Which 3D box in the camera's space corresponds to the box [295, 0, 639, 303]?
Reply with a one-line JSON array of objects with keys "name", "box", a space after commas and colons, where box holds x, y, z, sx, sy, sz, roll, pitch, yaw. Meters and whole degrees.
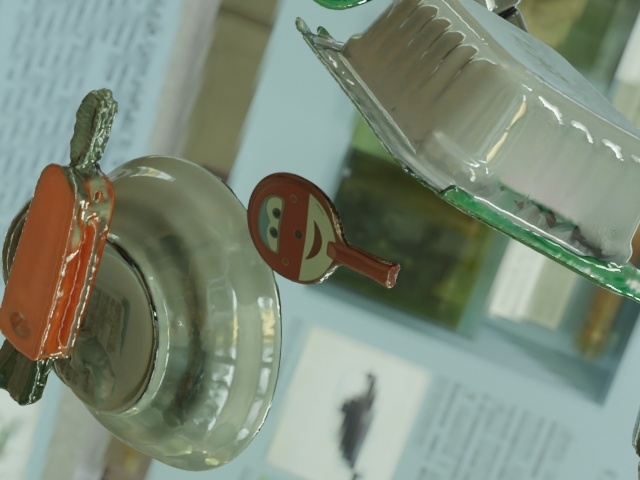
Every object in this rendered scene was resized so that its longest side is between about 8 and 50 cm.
[{"name": "box", "box": [0.144, -0.095, 1.511, 0.106, 0.264, 0.336, -55, -152, 14]}]

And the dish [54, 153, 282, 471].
[{"name": "dish", "box": [-0.176, 0.076, 1.877, 0.106, 0.316, 0.316, -10, 127, -45]}]

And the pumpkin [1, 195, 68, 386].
[{"name": "pumpkin", "box": [-0.234, 0.052, 2.147, 0.216, 0.250, 0.250, -23, 146, -33]}]

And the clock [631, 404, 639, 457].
[{"name": "clock", "box": [0.419, 0.217, 1.995, 0.215, 0.215, 0.042, -52, 161, -67]}]

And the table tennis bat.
[{"name": "table tennis bat", "box": [0.000, 0.000, 1.644, 0.019, 0.155, 0.098, -27, 135, -48]}]

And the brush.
[{"name": "brush", "box": [-0.231, 0.008, 1.770, 0.051, 0.070, 0.323, -8, 129, -44]}]

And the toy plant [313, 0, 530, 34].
[{"name": "toy plant", "box": [0.123, -0.284, 2.281, 0.279, 0.400, 0.185, -18, -169, 43]}]

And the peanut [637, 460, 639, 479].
[{"name": "peanut", "box": [0.400, 0.252, 2.168, 0.193, 0.089, 0.089, -5, 117, -66]}]
